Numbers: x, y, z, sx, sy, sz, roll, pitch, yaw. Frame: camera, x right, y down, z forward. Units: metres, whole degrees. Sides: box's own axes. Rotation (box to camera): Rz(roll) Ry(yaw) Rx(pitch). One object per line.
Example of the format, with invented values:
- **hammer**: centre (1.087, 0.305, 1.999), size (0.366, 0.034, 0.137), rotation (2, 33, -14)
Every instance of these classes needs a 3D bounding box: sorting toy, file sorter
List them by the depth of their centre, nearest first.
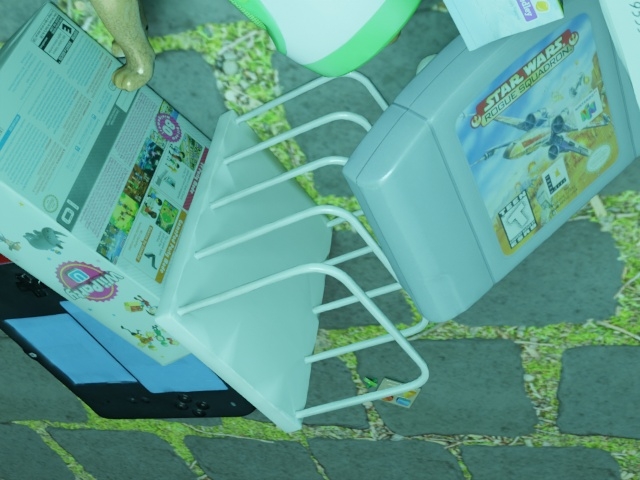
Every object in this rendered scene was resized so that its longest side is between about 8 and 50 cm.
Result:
- **file sorter**: centre (0.000, 0.000, 0.809), size (0.173, 0.278, 0.193), rotation (-21, 129, 28)
- **sorting toy**: centre (0.098, 0.220, 1.227), size (0.083, 0.012, 0.062), rotation (17, 140, -5)

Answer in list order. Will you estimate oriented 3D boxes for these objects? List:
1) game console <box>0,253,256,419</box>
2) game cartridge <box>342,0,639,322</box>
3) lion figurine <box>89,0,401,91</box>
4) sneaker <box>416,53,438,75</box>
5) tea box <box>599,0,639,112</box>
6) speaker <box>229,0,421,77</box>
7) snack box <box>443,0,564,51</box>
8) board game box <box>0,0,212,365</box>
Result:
- **game console**: centre (-0.297, 0.144, 1.212), size (0.342, 0.060, 0.386), rotation (-11, 133, 25)
- **game cartridge**: centre (0.163, -0.089, 0.683), size (0.062, 0.297, 0.198), rotation (39, 165, 44)
- **lion figurine**: centre (-0.105, -0.257, 0.664), size (0.392, 0.142, 0.240), rotation (-13, 129, 1)
- **sneaker**: centre (0.152, -0.106, 0.787), size (0.152, 0.085, 0.058), rotation (29, 137, -18)
- **tea box**: centre (0.243, -0.278, 0.351), size (0.220, 0.324, 0.329), rotation (8, 145, 44)
- **speaker**: centre (-0.066, -0.237, 0.532), size (0.296, 0.131, 0.131), rotation (38, 133, -26)
- **snack box**: centre (0.095, -0.255, 0.541), size (0.070, 0.207, 0.174), rotation (-15, 133, 29)
- **board game box**: centre (-0.210, -0.052, 0.840), size (0.097, 0.224, 0.303), rotation (-27, 125, 36)
